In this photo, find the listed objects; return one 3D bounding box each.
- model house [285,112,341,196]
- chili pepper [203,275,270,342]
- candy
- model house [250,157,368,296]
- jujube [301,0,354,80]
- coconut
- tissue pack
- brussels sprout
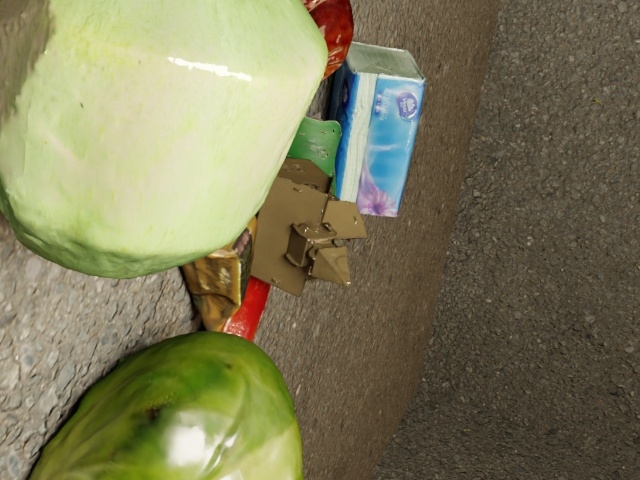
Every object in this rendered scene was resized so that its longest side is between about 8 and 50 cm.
[{"bbox_3d":[-0.011,-0.148,1.409,0.088,0.117,0.167,-55,153,-54],"label":"model house"},{"bbox_3d":[-0.143,0.181,1.356,0.369,0.091,0.137,-67,161,-13],"label":"chili pepper"},{"bbox_3d":[-0.146,0.037,1.206,0.271,0.101,0.143,93,15,-57],"label":"candy"},{"bbox_3d":[0.000,0.000,1.268,0.176,0.248,0.181,-2,122,-30],"label":"model house"},{"bbox_3d":[-0.059,-0.265,1.098,0.236,0.168,0.168,-39,146,-35],"label":"jujube"},{"bbox_3d":[-0.147,-0.142,0.673,0.328,0.281,0.329,-164,-90,-73],"label":"coconut"},{"bbox_3d":[0.091,-0.202,1.521,0.198,0.146,0.263,-98,-164,-61],"label":"tissue pack"},{"bbox_3d":[-0.184,0.279,1.031,0.371,0.314,0.276,-51,130,-38],"label":"brussels sprout"}]
